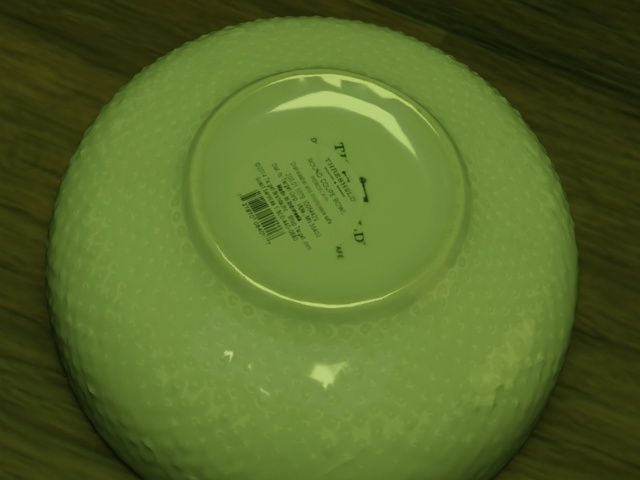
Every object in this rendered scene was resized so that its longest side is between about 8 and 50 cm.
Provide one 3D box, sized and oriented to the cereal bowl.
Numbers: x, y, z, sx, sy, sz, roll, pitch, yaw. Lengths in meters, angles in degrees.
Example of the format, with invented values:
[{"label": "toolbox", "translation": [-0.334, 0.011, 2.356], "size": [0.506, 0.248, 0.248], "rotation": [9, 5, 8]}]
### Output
[{"label": "cereal bowl", "translation": [0.000, 0.000, 1.086], "size": [0.339, 0.141, 0.339], "rotation": [3, 63, -5]}]
